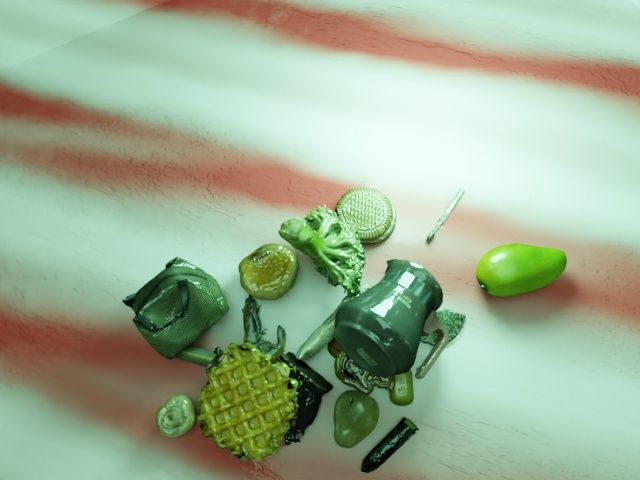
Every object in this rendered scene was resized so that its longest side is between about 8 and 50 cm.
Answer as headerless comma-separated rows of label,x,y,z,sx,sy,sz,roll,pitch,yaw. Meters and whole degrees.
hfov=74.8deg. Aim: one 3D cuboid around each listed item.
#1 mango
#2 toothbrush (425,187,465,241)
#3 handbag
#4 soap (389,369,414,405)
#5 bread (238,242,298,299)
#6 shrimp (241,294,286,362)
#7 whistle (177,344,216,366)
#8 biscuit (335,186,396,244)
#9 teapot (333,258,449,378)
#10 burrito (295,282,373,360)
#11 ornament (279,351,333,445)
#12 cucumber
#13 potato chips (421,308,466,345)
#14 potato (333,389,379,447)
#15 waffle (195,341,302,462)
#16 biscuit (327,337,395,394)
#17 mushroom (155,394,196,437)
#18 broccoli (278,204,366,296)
mango,0.758,0.100,1.579,0.343,0.156,0.192,-12,78,-3
toothbrush,0.521,-0.109,1.745,0.026,0.028,0.294,34,71,14
handbag,-0.549,0.242,1.575,0.341,0.240,0.247,-40,43,-9
soap,0.292,0.526,1.521,0.089,0.045,0.140,-1,70,1
bread,-0.204,0.128,1.665,0.245,0.134,0.244,-2,67,4
shrimp,-0.222,0.333,1.636,0.169,0.058,0.295,-5,73,-5
whistle,-0.447,0.448,1.607,0.327,0.057,0.067,14,69,10
biscuit,0.187,-0.105,1.741,0.259,0.079,0.259,-2,70,5
teapot,0.272,0.283,1.456,0.376,0.305,0.362,47,60,-3
burrito,0.055,0.307,1.584,0.076,0.117,0.392,45,78,3
ornament,-0.114,0.575,1.518,0.251,0.106,0.260,35,91,22
cucumber,0.233,0.714,1.447,0.245,0.067,0.067,-40,72,-11
potato chips,0.433,0.290,1.604,0.202,0.029,0.220,-36,73,-5
potato,0.114,0.621,1.448,0.157,0.157,0.194,24,77,13
waffle,-0.258,0.567,1.482,0.380,0.095,0.382,23,92,20
biscuit,0.152,0.443,1.542,0.290,0.041,0.208,33,75,26
mushroom,-0.522,0.636,1.516,0.148,0.112,0.148,-2,77,9
broccoli,-0.016,-0.007,1.560,0.397,0.353,0.274,29,88,-30
